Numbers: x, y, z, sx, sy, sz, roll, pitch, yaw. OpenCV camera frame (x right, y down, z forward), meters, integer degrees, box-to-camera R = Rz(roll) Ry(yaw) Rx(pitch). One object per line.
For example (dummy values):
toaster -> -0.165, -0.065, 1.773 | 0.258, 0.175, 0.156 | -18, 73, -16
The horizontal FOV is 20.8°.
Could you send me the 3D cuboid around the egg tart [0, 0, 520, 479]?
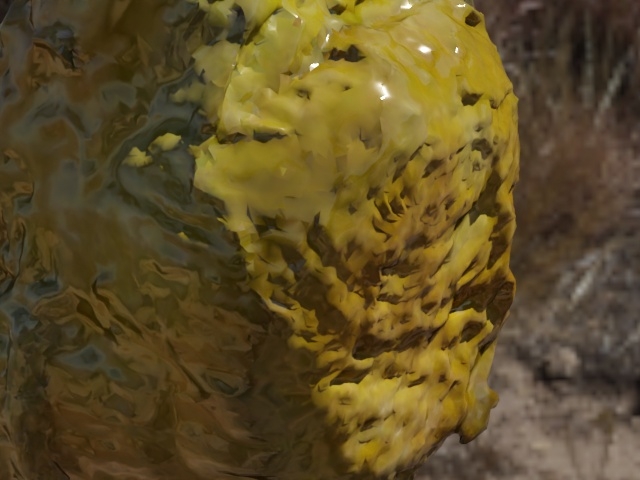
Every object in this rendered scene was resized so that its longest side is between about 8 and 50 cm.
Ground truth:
egg tart -> 0.000, 0.000, 0.767 | 0.153, 0.352, 0.339 | 24, 16, 30
